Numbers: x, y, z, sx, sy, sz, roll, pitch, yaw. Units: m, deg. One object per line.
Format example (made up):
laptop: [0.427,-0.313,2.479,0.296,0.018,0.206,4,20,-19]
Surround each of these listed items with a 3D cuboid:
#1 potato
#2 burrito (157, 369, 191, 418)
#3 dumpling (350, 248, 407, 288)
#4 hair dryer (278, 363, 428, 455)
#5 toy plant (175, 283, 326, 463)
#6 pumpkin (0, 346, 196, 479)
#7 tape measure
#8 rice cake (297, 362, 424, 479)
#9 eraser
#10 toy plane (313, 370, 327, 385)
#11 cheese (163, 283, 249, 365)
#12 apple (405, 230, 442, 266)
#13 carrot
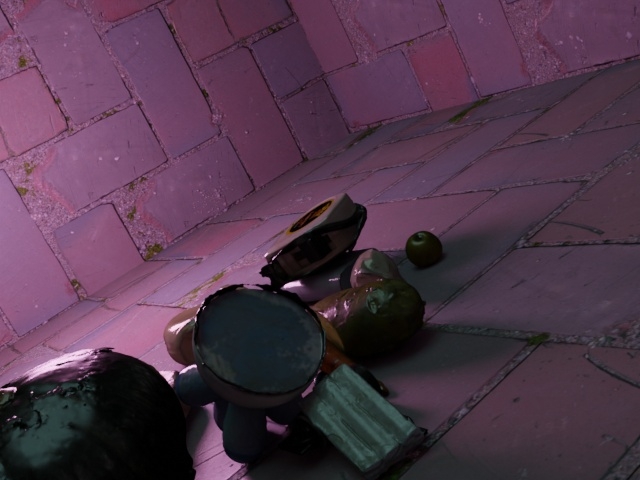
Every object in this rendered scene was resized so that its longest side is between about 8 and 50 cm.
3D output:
potato: [0.082,0.164,1.678,0.176,0.141,0.298,-22,0,-43]
burrito: [-0.353,0.368,1.805,0.175,0.107,0.348,-17,14,6]
dumpling: [0.133,0.089,1.896,0.118,0.136,0.199,-61,-9,4]
hair dryer: [0.068,0.302,1.360,0.195,0.078,0.248,-38,23,-31]
toy plant: [-0.135,0.258,1.500,0.247,0.247,0.332,-38,-22,-38]
pumpkin: [-0.429,0.383,1.388,0.454,0.344,0.454,-28,14,8]
tape measure: [0.000,0.000,2.105,0.231,0.133,0.271,-26,13,36]
rice cake: [0.057,0.281,1.317,0.124,0.038,0.211,-38,41,-8]
eraser: [0.031,0.092,2.133,0.227,0.081,0.174,-10,21,48]
toy plane: [0.006,0.269,1.645,0.078,0.031,0.083,-20,15,25]
cheese: [-0.281,0.219,2.157,0.265,0.127,0.233,-25,14,1]
apple: [0.250,0.021,2.006,0.089,0.075,0.090,-14,35,10]
carrot: [0.023,0.236,1.608,0.069,0.069,0.336,-33,31,-21]
